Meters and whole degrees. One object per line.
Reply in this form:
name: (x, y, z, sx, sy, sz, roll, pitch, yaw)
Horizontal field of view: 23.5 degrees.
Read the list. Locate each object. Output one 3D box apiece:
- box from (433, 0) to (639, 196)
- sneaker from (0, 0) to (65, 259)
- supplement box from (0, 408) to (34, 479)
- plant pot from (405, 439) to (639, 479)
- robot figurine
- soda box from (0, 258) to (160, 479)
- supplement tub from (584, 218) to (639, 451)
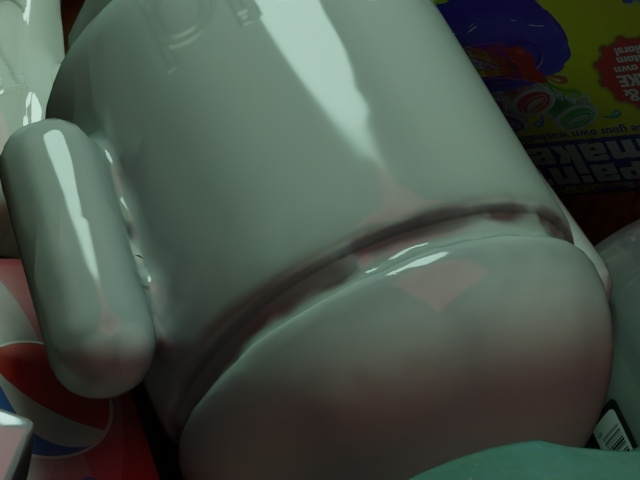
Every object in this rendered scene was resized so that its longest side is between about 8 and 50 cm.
box: (0.138, -0.178, 0.901, 0.177, 0.290, 0.279, 56, 46, -35)
sneaker: (-0.215, -0.120, 0.850, 0.152, 0.114, 0.305, 6, 43, -26)
supplement box: (-0.224, 0.083, 0.466, 0.239, 0.073, 0.130, 21, 53, -3)
plant pot: (0.115, 0.249, 0.445, 0.341, 0.341, 0.334, 5, 23, -25)
robot figurine: (0.000, 0.000, 0.700, 0.300, 0.200, 0.353, -8, 57, -34)
soda box: (-0.119, 0.127, 0.654, 0.092, 0.083, 0.263, 1, 45, -29)
supplement tub: (0.239, 0.143, 0.752, 0.193, 0.193, 0.316, 3, 44, -27)
